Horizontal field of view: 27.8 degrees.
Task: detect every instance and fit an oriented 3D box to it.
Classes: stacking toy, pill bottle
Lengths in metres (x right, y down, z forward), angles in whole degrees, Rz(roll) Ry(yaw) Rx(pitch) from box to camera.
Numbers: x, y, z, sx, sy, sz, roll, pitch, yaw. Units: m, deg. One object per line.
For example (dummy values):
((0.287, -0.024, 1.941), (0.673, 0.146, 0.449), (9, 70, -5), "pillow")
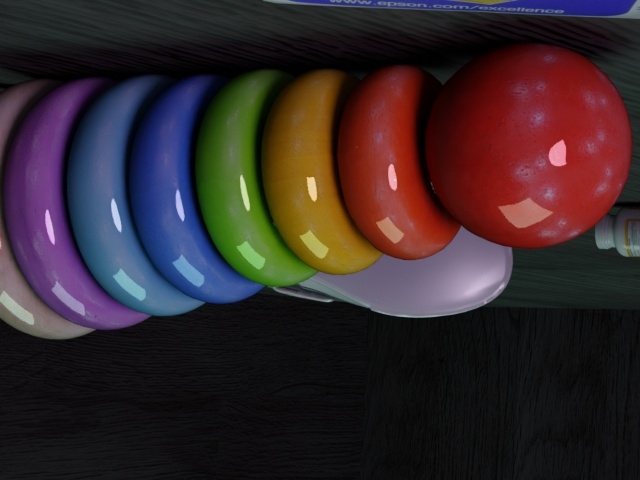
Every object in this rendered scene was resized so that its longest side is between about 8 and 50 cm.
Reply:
((-0.014, -0.026, 0.620), (0.330, 0.141, 0.141), (-4, 172, 31), "stacking toy")
((0.274, -0.008, 1.081), (0.083, 0.043, 0.043), (1, 175, 28), "pill bottle")

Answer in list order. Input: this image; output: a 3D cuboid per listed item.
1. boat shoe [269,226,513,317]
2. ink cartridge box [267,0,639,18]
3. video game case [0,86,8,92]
((0.000, 0.000, 1.006), (0.301, 0.108, 0.102), (5, 175, 11), "boat shoe")
((0.080, -0.090, 0.260), (0.206, 0.045, 0.208), (3, 176, 3), "ink cartridge box")
((-0.320, -0.079, 0.783), (0.274, 0.026, 0.196), (6, 175, -15), "video game case")
